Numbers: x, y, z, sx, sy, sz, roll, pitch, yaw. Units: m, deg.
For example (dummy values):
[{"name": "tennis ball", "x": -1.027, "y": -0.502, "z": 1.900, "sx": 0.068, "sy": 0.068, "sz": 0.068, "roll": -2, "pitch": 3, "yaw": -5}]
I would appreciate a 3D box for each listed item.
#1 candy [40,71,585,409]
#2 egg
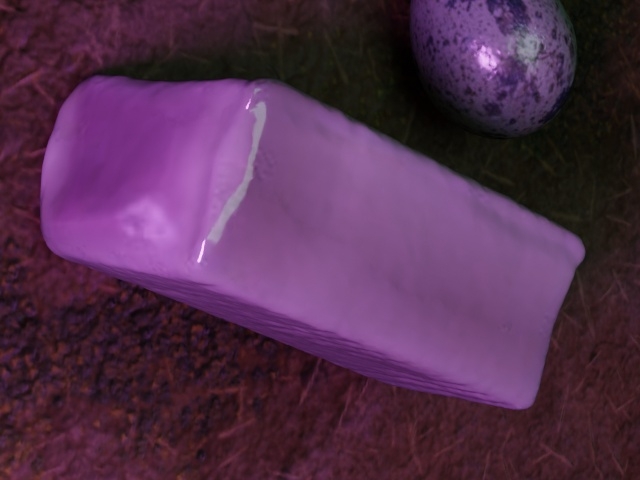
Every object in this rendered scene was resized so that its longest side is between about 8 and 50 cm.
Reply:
[{"name": "candy", "x": -0.002, "y": 0.002, "z": 1.103, "sx": 0.359, "sy": 0.208, "sz": 0.145, "roll": 24, "pitch": 80, "yaw": -38}, {"name": "egg", "x": 0.139, "y": -0.166, "z": 1.267, "sx": 0.132, "sy": 0.132, "sz": 0.172, "roll": -28, "pitch": 96, "yaw": -36}]
